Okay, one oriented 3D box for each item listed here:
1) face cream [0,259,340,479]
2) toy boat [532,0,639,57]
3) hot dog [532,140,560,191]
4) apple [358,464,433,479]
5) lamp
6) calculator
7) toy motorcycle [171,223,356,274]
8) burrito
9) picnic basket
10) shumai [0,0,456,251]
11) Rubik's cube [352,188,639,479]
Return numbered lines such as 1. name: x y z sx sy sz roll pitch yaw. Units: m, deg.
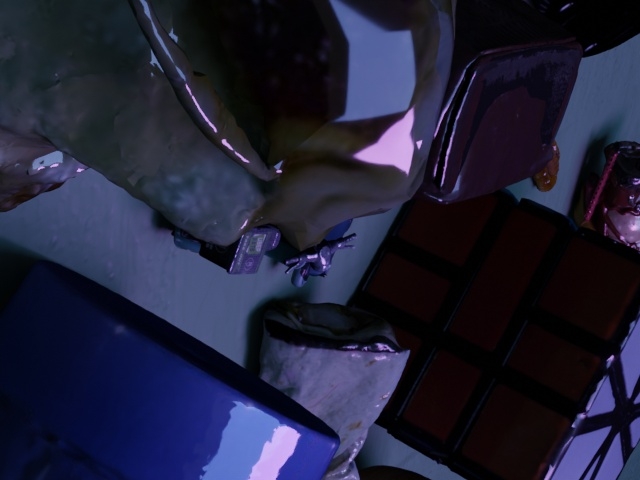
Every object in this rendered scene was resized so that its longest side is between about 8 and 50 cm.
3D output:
1. face cream: -0.144 0.168 0.910 0.225 0.249 0.249 -60 152 -2
2. toy boat: 0.287 -0.284 1.417 0.134 0.092 0.299 -31 164 13
3. hot dog: 0.272 -0.105 1.615 0.044 0.028 0.137 -59 152 -21
4. apple: 0.084 0.363 1.513 0.188 0.211 0.211 -56 152 -21
5. lamp: 0.399 -0.017 1.816 0.118 0.118 0.253 -30 146 -45
6. calculator: 0.000 0.000 1.225 0.094 0.019 0.141 -64 168 3
7. toy motorcycle: -0.050 -0.007 1.077 0.173 0.100 0.058 2 112 -59
8. burrito: -0.008 0.163 1.300 0.089 0.144 0.229 -98 -160 -54
9. picnic basket: 0.135 -0.139 1.243 0.297 0.129 0.222 -18 128 -54
10. shumai: -0.098 -0.132 0.633 0.395 0.348 0.395 -46 152 -34
11. Rubik's cube: 0.209 0.121 1.437 0.293 0.283 0.288 -60 151 -1
